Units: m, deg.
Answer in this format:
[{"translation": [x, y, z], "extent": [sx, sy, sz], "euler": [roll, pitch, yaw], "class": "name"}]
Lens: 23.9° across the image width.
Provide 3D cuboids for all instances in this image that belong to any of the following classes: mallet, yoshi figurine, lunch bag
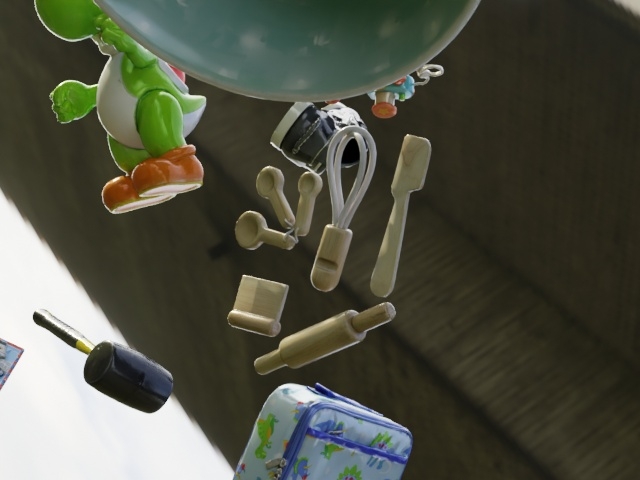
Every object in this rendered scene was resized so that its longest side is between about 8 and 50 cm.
[{"translation": [-0.171, 0.087, 1.159], "extent": [0.062, 0.039, 0.189], "euler": [32, -6, -27], "class": "mallet"}, {"translation": [-0.281, -0.225, 1.978], "extent": [0.203, 0.203, 0.362], "euler": [16, 61, -80], "class": "yoshi figurine"}, {"translation": [0.004, 0.265, 1.755], "extent": [0.090, 0.176, 0.219], "euler": [21, -4, 41], "class": "lunch bag"}]

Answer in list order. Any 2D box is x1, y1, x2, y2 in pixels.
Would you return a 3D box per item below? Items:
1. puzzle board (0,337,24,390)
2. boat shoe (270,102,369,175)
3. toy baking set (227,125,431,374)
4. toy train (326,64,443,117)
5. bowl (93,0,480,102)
[{"translation": [-0.433, 0.141, 1.805], "extent": [0.128, 0.096, 0.011], "euler": [25, -33, 2], "class": "puzzle board"}, {"translation": [0.015, -0.106, 1.683], "extent": [0.079, 0.084, 0.233], "euler": [33, 10, 11], "class": "boat shoe"}, {"translation": [0.000, 0.007, 1.348], "extent": [0.256, 0.030, 0.197], "euler": [-21, -110, 39], "class": "toy baking set"}, {"translation": [0.045, -0.174, 1.646], "extent": [0.125, 0.166, 0.046], "euler": [158, -60, -63], "class": "toy train"}, {"translation": [-0.017, -0.263, 0.994], "extent": [0.311, 0.163, 0.312], "euler": [10, -52, 13], "class": "bowl"}]
